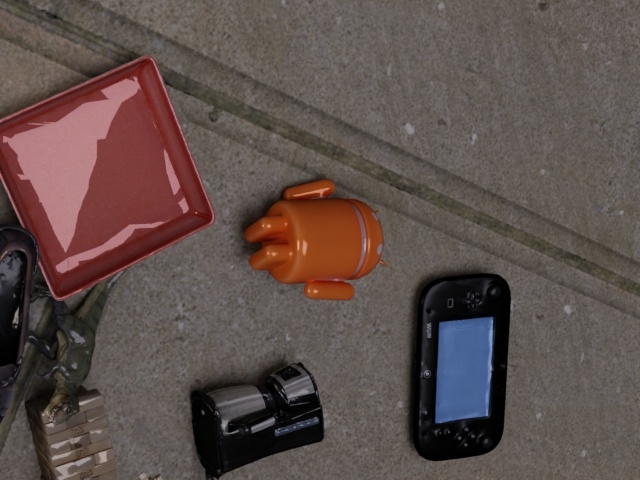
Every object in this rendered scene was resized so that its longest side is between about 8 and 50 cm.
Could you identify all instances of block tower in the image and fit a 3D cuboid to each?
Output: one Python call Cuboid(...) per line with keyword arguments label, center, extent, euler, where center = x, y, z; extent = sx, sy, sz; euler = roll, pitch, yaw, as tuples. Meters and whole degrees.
Cuboid(label="block tower", center=(-0.336, 0.367, 1.894), extent=(0.091, 0.097, 0.335), euler=(-17, 112, -26))

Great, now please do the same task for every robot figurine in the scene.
Cuboid(label="robot figurine", center=(0.000, -0.002, 1.976), extent=(0.219, 0.158, 0.128), euler=(-2, 126, -30))

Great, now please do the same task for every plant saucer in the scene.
Cuboid(label="plant saucer", center=(-0.301, -0.088, 1.815), extent=(0.258, 0.048, 0.259), euler=(-28, 112, -22))

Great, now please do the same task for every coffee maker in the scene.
Cuboid(label="coffee maker", center=(-0.095, 0.283, 2.015), extent=(0.178, 0.120, 0.171), euler=(-13, 132, -26))

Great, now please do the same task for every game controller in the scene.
Cuboid(label="game controller", center=(0.231, 0.210, 2.204), extent=(0.167, 0.067, 0.319), euler=(-7, 105, -29))

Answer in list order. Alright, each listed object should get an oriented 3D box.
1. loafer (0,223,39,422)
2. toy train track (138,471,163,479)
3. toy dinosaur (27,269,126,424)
Cuboid(label="loafer", center=(-0.430, 0.129, 1.718), extent=(0.109, 0.095, 0.302), euler=(13, 95, -20))
Cuboid(label="toy train track", center=(-0.268, 0.377, 1.982), extent=(0.083, 0.014, 0.048), euler=(-34, 117, -18))
Cuboid(label="toy dinosaur", center=(-0.352, 0.125, 1.824), extent=(0.118, 0.064, 0.268), euler=(22, 61, -9))
